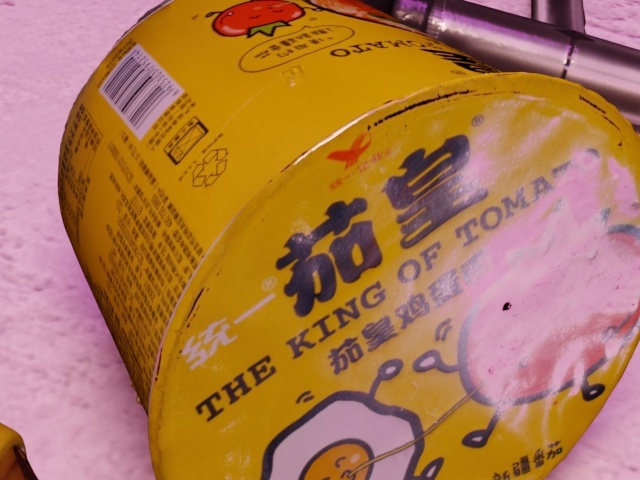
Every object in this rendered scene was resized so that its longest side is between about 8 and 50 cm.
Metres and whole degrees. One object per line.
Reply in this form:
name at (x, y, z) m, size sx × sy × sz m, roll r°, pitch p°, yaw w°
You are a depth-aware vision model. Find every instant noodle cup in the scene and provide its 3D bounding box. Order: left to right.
instant noodle cup at (0.000, 0.000, 0.859) m, size 0.325 × 0.326 × 0.254 m, roll -18°, pitch 38°, yaw -23°

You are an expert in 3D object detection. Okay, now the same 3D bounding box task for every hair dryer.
hair dryer at (0.137, -0.189, 1.247) m, size 0.320 × 0.156 × 0.284 m, roll 12°, pitch 21°, yaw -12°

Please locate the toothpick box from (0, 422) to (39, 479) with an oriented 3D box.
toothpick box at (-0.290, 0.144, 0.759) m, size 0.271 × 0.175 × 0.175 m, roll 12°, pitch 43°, yaw 3°
